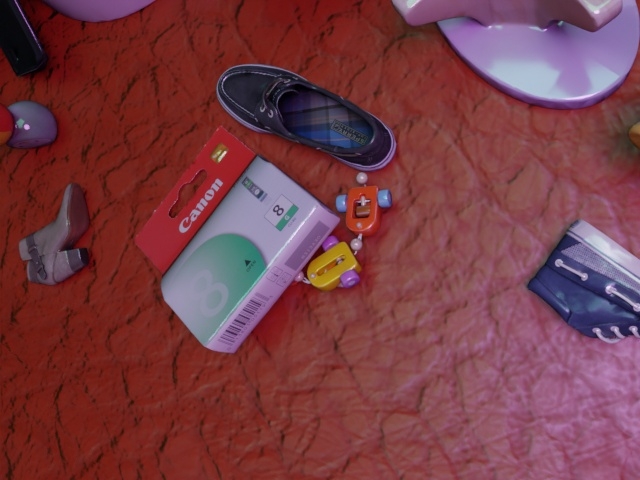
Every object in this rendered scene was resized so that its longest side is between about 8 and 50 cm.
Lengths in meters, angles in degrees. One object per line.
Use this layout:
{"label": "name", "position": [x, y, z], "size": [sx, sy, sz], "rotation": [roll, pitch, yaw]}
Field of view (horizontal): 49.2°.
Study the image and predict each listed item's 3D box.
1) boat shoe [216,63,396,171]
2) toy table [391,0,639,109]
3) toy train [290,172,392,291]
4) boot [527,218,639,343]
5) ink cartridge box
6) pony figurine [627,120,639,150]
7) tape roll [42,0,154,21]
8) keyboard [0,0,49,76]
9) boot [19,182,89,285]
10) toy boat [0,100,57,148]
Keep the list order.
{"label": "boat shoe", "position": [-0.026, -0.141, 0.760], "size": [0.229, 0.076, 0.080], "rotation": [31, 91, 19]}
{"label": "toy table", "position": [0.192, -0.267, 0.667], "size": [0.274, 0.161, 0.252], "rotation": [44, 95, 20]}
{"label": "toy train", "position": [0.000, 0.000, 0.749], "size": [0.166, 0.046, 0.125], "rotation": [-9, 64, 21]}
{"label": "boot", "position": [0.288, 0.068, 0.638], "size": [0.190, 0.069, 0.086], "rotation": [41, 102, 27]}
{"label": "ink cartridge box", "position": [-0.112, -0.017, 0.750], "size": [0.225, 0.056, 0.181], "rotation": [40, 94, 34]}
{"label": "pony figurine", "position": [0.430, -0.170, 0.545], "size": [0.351, 0.303, 0.363], "rotation": [42, 92, -13]}
{"label": "tape roll", "position": [-0.288, -0.426, 0.878], "size": [0.286, 0.100, 0.286], "rotation": [-3, 81, 17]}
{"label": "keyboard", "position": [-0.432, -0.353, 0.853], "size": [0.202, 0.033, 0.317], "rotation": [7, 125, 52]}
{"label": "boot", "position": [-0.327, -0.005, 0.853], "size": [0.087, 0.042, 0.118], "rotation": [-11, 78, 18]}
{"label": "toy boat", "position": [-0.480, -0.202, 0.887], "size": [0.318, 0.148, 0.267], "rotation": [35, 110, 23]}
